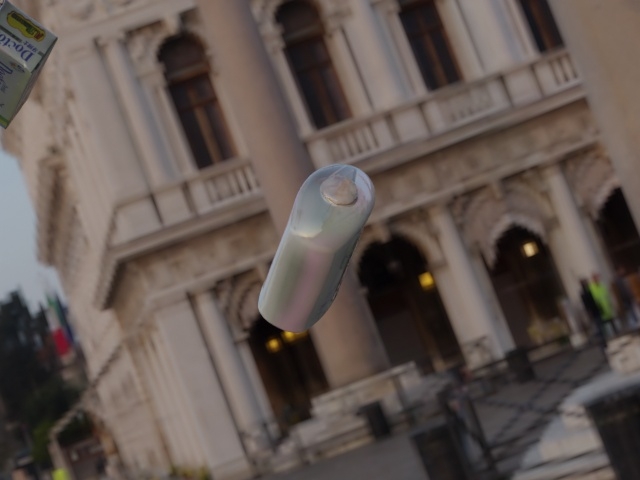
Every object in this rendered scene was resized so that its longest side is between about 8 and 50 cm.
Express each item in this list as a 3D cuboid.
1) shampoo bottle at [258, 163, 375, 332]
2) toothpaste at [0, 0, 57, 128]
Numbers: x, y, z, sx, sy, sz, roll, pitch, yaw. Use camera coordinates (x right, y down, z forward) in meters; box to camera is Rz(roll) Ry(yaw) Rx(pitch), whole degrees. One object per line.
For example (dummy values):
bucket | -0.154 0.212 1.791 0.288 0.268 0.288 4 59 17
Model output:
shampoo bottle | 0.000 0.000 0.864 0.072 0.043 0.099 -57 -7 -43
toothpaste | -0.222 -0.122 1.035 0.034 0.046 0.164 -57 10 -18
